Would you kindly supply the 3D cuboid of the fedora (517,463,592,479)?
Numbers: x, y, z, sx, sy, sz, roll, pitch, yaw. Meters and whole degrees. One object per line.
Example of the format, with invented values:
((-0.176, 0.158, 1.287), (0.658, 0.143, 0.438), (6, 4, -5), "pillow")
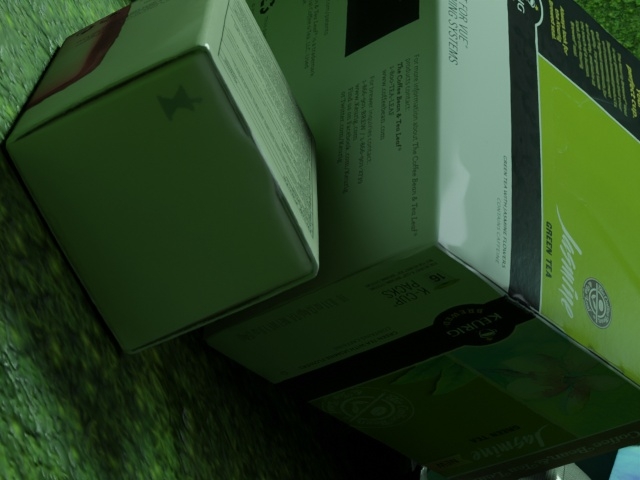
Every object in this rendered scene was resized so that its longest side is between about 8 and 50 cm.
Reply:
((0.161, 0.263, 1.231), (0.124, 0.244, 0.275), (57, 28, -17), "fedora")

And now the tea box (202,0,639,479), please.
((0.106, -0.029, 1.182), (0.323, 0.220, 0.329), (33, 47, -36), "tea box")

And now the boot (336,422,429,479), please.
((0.092, 0.167, 1.425), (0.338, 0.118, 0.222), (51, 41, -50), "boot")

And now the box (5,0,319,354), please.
((-0.086, -0.059, 0.942), (0.232, 0.127, 0.148), (-90, 155, -69), "box")

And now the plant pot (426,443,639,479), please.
((0.230, 0.212, 1.736), (0.271, 0.255, 0.271), (-24, 90, -82), "plant pot")

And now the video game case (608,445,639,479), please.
((0.301, 0.377, 1.526), (0.269, 0.061, 0.244), (-52, 141, -56), "video game case")
